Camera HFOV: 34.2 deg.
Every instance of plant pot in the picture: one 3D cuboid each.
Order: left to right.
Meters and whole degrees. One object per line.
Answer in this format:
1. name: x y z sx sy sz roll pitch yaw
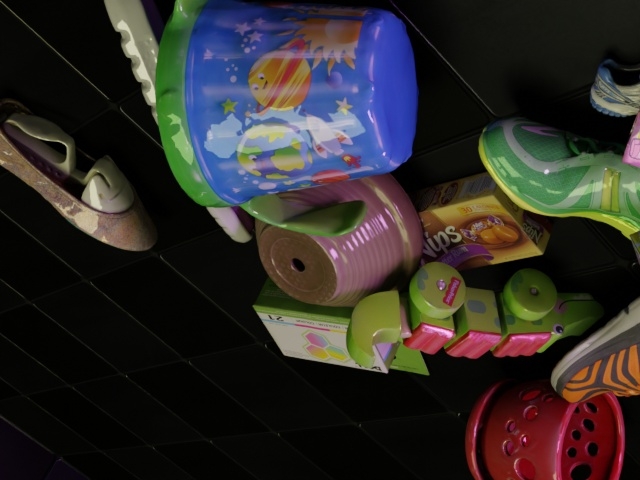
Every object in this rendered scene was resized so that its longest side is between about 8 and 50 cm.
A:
1. plant pot: 0.000 0.000 1.296 0.237 0.110 0.237 21 133 24
2. plant pot: 0.315 0.285 1.486 0.174 0.191 0.191 6 143 44

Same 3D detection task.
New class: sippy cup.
1. sippy cup: -0.021 -0.152 1.096 0.224 0.240 0.305 -1 164 22

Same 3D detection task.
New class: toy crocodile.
1. toy crocodile: 0.193 0.101 1.288 0.340 0.105 0.115 3 151 -20

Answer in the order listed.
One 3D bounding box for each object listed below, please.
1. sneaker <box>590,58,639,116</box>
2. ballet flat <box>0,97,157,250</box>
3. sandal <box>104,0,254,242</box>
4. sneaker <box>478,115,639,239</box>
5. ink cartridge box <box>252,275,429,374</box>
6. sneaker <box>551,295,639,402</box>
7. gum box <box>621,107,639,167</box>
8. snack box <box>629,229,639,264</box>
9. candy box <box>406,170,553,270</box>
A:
1. sneaker: 0.325 -0.143 0.993 0.135 0.052 0.058 12 141 23
2. ballet flat: -0.364 -0.098 1.523 0.316 0.108 0.106 33 134 -10
3. sandal: -0.140 -0.155 1.263 0.102 0.169 0.416 -24 134 2
4. sneaker: 0.307 -0.072 1.070 0.295 0.109 0.123 20 141 -3
5. ink cartridge box: 0.039 0.151 1.577 0.188 0.097 0.255 6 141 31
6. sneaker: 0.405 0.170 1.246 0.180 0.124 0.321 56 152 16
7. gum box: 0.350 -0.143 0.914 0.107 0.062 0.188 20 127 12
8. snack box: 0.429 0.022 1.023 0.207 0.070 0.174 -26 135 10
9. candy box: 0.176 -0.020 1.275 0.186 0.053 0.109 -15 128 45
